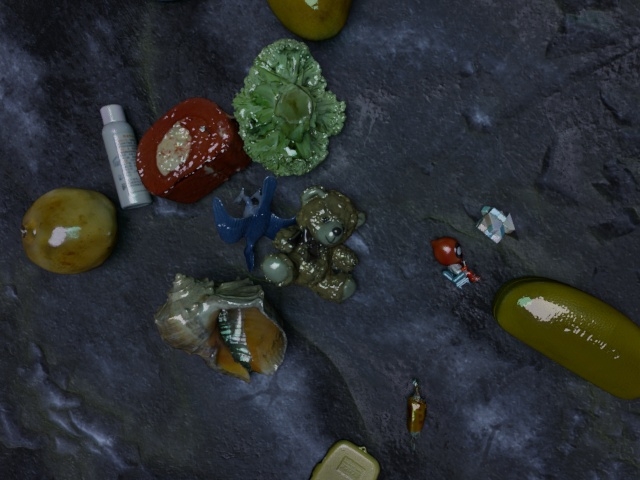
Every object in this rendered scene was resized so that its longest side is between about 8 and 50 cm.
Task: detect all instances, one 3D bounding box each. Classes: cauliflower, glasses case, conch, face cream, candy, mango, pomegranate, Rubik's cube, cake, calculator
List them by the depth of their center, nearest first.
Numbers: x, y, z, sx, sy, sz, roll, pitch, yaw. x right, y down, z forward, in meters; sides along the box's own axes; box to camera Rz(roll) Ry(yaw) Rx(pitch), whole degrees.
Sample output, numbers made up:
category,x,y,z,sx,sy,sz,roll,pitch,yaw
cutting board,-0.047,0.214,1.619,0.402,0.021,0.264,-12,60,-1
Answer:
category,x,y,z,sx,sy,sz,roll,pitch,yaw
mango,-0.015,-0.647,1.077,0.264,0.221,0.377,4,104,5
glasses case,0.585,0.207,1.087,0.372,0.141,0.173,31,97,5
cauliflower,-0.071,-0.286,1.089,0.275,0.250,0.272,43,95,-18
Rubik's cube,0.411,-0.041,1.126,0.075,0.084,0.073,35,103,-12
conch,-0.221,0.192,1.185,0.297,0.209,0.352,-15,137,24
cake,-0.314,-0.222,1.190,0.283,0.151,0.176,-34,75,10
candy,0.241,0.432,1.202,0.047,0.053,0.181,2,94,-4
pomegranate,-0.627,-0.021,1.218,0.234,0.233,0.232,1,94,9
face cream,-0.510,-0.219,1.251,0.082,0.082,0.268,-14,91,9
calculator,0.052,0.634,1.255,0.157,0.033,0.236,32,96,6

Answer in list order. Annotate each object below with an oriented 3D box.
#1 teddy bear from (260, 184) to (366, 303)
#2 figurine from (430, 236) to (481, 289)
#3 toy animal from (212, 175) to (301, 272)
category,x,y,z,sx,sy,sz,roll,pitch,yaw
teddy bear,0.000,0.000,1.154,0.267,0.156,0.256,24,101,-34
figurine,0.318,0.051,1.156,0.075,0.068,0.140,-35,82,13
toy animal,-0.149,-0.044,1.179,0.239,0.255,0.176,-7,64,-29
